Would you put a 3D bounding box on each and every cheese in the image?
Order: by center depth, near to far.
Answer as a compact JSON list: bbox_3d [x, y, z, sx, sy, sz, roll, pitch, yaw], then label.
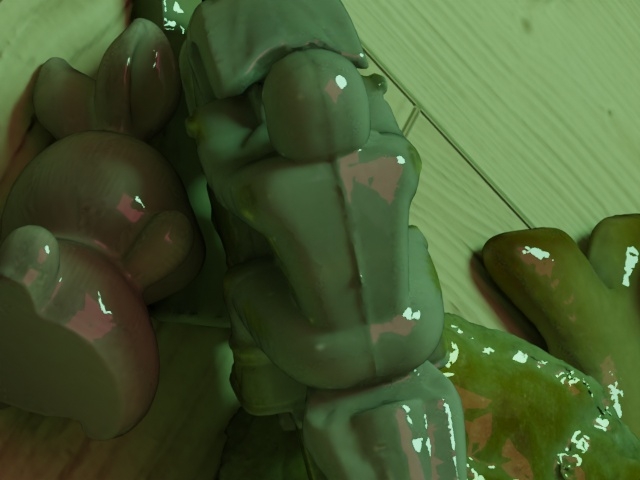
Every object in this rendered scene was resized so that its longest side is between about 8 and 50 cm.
[{"bbox_3d":[-0.068,-0.144,1.024,0.085,0.034,0.400,12,67,-39],"label":"cheese"}]

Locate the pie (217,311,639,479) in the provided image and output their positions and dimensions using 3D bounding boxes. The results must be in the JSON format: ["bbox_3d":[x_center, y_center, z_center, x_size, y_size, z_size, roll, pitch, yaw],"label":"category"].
[{"bbox_3d":[0.072,0.199,0.987,0.338,0.075,0.337,12,69,-34],"label":"pie"}]

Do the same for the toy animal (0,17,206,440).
[{"bbox_3d":[-0.104,-0.009,0.895,0.124,0.124,0.212,41,46,-24],"label":"toy animal"}]

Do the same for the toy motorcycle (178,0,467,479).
[{"bbox_3d":[0.000,0.000,0.859,0.108,0.223,0.340,-13,75,-10],"label":"toy motorcycle"}]

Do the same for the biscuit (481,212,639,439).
[{"bbox_3d":[0.191,0.086,1.166,0.164,0.047,0.207,-9,82,-45],"label":"biscuit"}]
